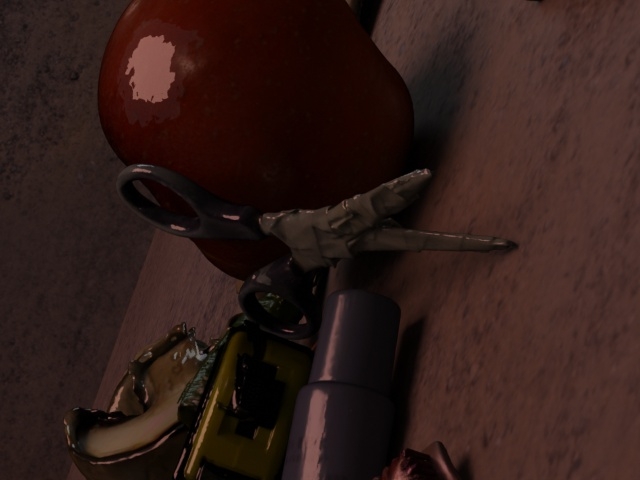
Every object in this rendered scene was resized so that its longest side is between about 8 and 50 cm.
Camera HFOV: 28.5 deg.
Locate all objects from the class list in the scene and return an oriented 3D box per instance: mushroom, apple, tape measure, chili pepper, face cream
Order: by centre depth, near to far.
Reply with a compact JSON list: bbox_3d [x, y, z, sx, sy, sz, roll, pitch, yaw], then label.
[{"bbox_3d":[0.005,0.229,1.058,0.135,0.086,0.385,-18,54,50],"label":"face cream"},{"bbox_3d":[-0.066,0.173,1.176,0.199,0.112,0.186,123,165,-73],"label":"tape measure"},{"bbox_3d":[-0.067,-0.132,1.321,0.277,0.348,0.348,-42,14,-3],"label":"apple"},{"bbox_3d":[-0.064,0.091,1.410,0.076,0.085,0.359,-33,20,41],"label":"chili pepper"},{"bbox_3d":[-0.148,0.224,1.491,0.267,0.164,0.189,-38,33,-17],"label":"mushroom"}]

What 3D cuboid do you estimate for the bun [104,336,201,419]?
[{"bbox_3d":[-0.223,0.255,1.755,0.244,0.153,0.244,-62,-6,-11],"label":"bun"}]

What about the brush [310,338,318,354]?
[{"bbox_3d":[-0.022,0.140,1.334,0.170,0.014,0.043,-54,-9,-11],"label":"brush"}]

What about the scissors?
[{"bbox_3d":[0.000,0.000,1.105,0.383,0.256,0.029,-9,43,47],"label":"scissors"}]

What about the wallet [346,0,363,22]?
[{"bbox_3d":[-0.004,-0.268,1.828,0.275,0.068,0.335,153,134,-69],"label":"wallet"}]

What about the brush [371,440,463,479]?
[{"bbox_3d":[-0.011,0.272,0.960,0.321,0.050,0.060,-49,48,23],"label":"brush"}]

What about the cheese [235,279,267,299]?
[{"bbox_3d":[-0.075,-0.117,1.764,0.085,0.034,0.400,-170,88,-67],"label":"cheese"}]
